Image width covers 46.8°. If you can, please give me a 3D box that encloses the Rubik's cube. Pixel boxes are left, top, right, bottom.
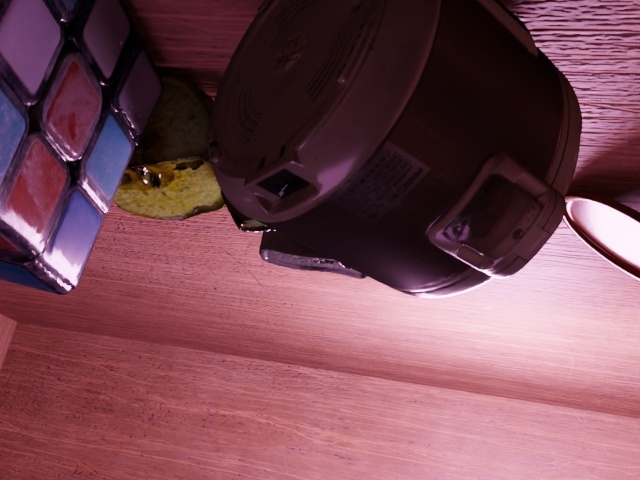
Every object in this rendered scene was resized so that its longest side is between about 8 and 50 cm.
[{"bbox_3d":[-0.444,-0.179,0.868,0.362,0.363,0.359,13,156,10],"label":"Rubik's cube"}]

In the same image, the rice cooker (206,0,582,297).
[{"bbox_3d":[0.088,-0.117,0.785,0.325,0.335,0.335,28,154,-33],"label":"rice cooker"}]

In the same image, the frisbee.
[{"bbox_3d":[0.476,0.004,1.141,0.251,0.021,0.251,37,174,4],"label":"frisbee"}]

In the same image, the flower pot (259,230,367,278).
[{"bbox_3d":[0.000,0.000,1.432,0.229,0.108,0.103,10,160,10],"label":"flower pot"}]

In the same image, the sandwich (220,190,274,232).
[{"bbox_3d":[0.004,-0.116,1.082,0.301,0.162,0.250,-17,179,25],"label":"sandwich"}]

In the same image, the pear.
[{"bbox_3d":[-0.222,-0.134,1.152,0.238,0.164,0.255,-6,160,17],"label":"pear"}]
